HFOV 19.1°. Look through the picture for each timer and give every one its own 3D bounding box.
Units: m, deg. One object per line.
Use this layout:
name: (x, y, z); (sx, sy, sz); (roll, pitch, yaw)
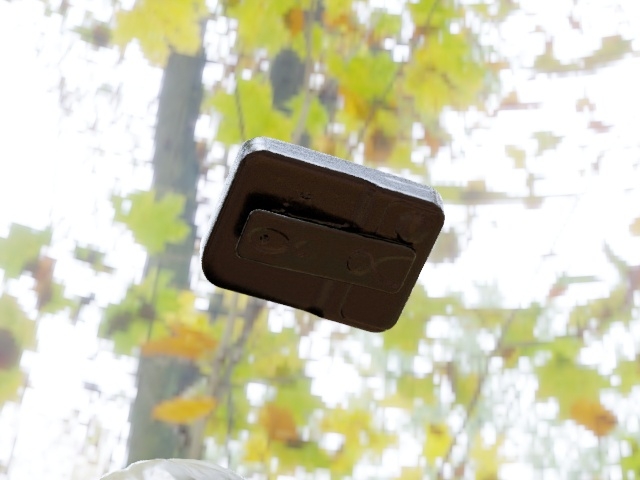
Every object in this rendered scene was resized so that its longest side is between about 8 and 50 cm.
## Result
timer: (0.000, 0.000, 1.623); (0.187, 0.055, 0.144); (16, -60, -15)

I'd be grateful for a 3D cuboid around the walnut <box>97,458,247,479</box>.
walnut: (-0.138, 0.329, 1.636); (0.253, 0.277, 0.282); (-15, -4, -25)
